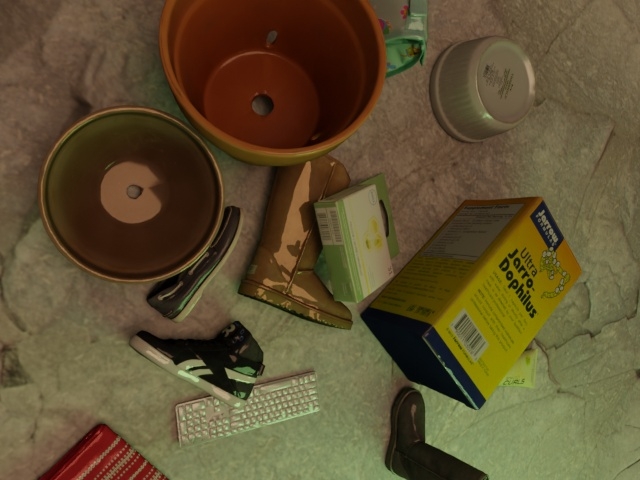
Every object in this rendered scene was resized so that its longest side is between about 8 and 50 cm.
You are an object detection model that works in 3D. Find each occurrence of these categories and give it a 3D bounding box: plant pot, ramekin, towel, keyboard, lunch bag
[{"bbox_3d":[-0.260,-0.066,0.736,0.237,0.109,0.238,-4,102,-20],"label":"plant pot"},{"bbox_3d":[0.333,-0.305,1.046,0.207,0.109,0.207,-2,94,-28],"label":"ramekin"},{"bbox_3d":[-0.314,0.432,0.789,0.199,0.031,0.275,-45,113,-21],"label":"towel"},{"bbox_3d":[-0.117,0.286,0.894,0.255,0.014,0.072,-6,96,-28],"label":"keyboard"},{"bbox_3d":[0.092,-0.383,0.828,0.160,0.262,0.224,6,89,-28],"label":"lunch bag"},{"bbox_3d":[-0.076,-0.232,0.754,0.290,0.203,0.291,2,81,-13],"label":"plant pot"}]

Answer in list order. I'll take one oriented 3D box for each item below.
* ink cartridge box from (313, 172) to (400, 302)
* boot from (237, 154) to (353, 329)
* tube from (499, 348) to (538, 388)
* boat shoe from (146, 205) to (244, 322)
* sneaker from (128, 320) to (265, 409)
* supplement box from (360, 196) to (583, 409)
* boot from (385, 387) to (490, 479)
[{"bbox_3d":[0.090,-0.016,0.910,0.235,0.056,0.171,-28,110,-47],"label":"ink cartridge box"},{"bbox_3d":[0.000,0.000,0.900,0.236,0.089,0.270,27,76,-33],"label":"boot"},{"bbox_3d":[0.400,0.283,1.144,0.240,0.062,0.070,8,130,-33],"label":"tube"},{"bbox_3d":[-0.192,0.026,0.807,0.065,0.075,0.206,35,81,-28],"label":"boat shoe"},{"bbox_3d":[-0.182,0.166,0.825,0.217,0.079,0.121,40,69,-29],"label":"sneaker"},{"bbox_3d":[0.290,0.102,0.996,0.356,0.194,0.195,-44,111,-18],"label":"supplement box"},{"bbox_3d":[0.217,0.394,0.965,0.076,0.208,0.190,7,90,-29],"label":"boot"}]
